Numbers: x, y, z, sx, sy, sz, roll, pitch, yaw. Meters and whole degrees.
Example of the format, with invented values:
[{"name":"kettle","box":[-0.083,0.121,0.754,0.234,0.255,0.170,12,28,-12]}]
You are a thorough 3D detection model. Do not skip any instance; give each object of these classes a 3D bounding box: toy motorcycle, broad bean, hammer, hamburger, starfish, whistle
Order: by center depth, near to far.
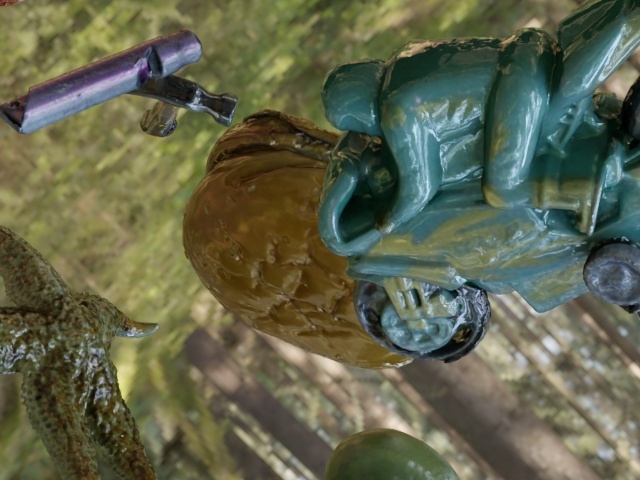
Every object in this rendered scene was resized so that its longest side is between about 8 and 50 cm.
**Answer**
[{"name":"starfish","box":[-0.145,0.056,0.754,0.216,0.223,0.050,-2,137,-53]},{"name":"toy motorcycle","box":[0.099,-0.045,0.791,0.296,0.198,0.109,-30,-154,36]},{"name":"whistle","box":[-0.165,-0.123,1.102,0.176,0.033,0.033,-29,-178,-33]},{"name":"hammer","box":[-0.151,-0.130,1.424,0.287,0.111,0.033,168,-59,-80]},{"name":"hamburger","box":[0.000,0.000,1.499,0.318,0.318,0.158,-30,-151,50]},{"name":"broad bean","box":[0.092,0.320,1.710,0.169,0.228,0.100,-3,-161,17]}]

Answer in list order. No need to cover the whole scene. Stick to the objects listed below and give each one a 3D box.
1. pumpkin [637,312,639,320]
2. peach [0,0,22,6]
[{"name":"pumpkin","box":[0.533,0.056,1.760,0.300,0.207,0.300,-9,-165,3]},{"name":"peach","box":[-0.248,-0.241,0.849,0.189,0.226,0.196,3,-127,43]}]
